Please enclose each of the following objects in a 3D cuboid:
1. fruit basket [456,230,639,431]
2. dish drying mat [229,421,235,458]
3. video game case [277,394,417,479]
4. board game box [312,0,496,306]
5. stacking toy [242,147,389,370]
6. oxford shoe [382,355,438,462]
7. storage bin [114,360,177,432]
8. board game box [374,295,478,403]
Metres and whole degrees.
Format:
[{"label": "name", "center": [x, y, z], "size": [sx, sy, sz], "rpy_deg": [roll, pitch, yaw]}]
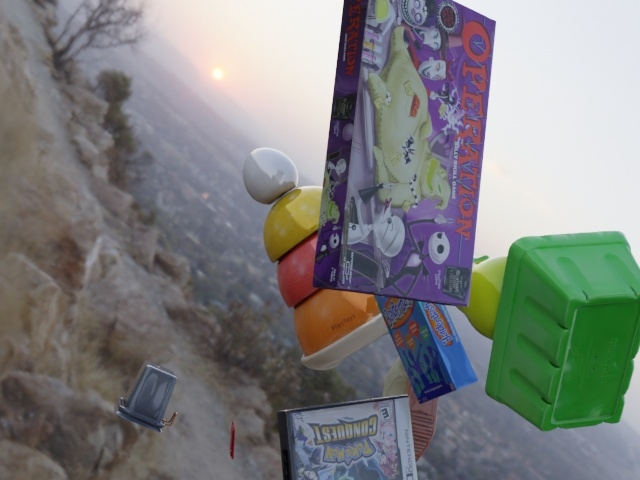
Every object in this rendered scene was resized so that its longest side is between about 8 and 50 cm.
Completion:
[{"label": "fruit basket", "center": [0.428, 0.141, 1.587], "size": [0.283, 0.392, 0.392], "rpy_deg": [-3, 14, -13]}, {"label": "dish drying mat", "center": [-0.201, 0.455, 1.852], "size": [0.008, 0.083, 0.032], "rpy_deg": [-1, 27, -14]}, {"label": "video game case", "center": [0.057, 0.404, 1.406], "size": [0.275, 0.248, 0.035], "rpy_deg": [1, -11, -37]}, {"label": "board game box", "center": [0.101, -0.107, 0.910], "size": [0.208, 0.346, 0.056], "rpy_deg": [10, -7, -42]}, {"label": "stacking toy", "center": [0.000, 0.000, 1.742], "size": [0.480, 0.351, 0.350], "rpy_deg": [57, 2, 1]}, {"label": "oxford shoe", "center": [0.220, 0.433, 2.119], "size": [0.140, 0.397, 0.146], "rpy_deg": [26, -1, -27]}, {"label": "storage bin", "center": [-0.278, 0.256, 1.354], "size": [0.098, 0.091, 0.135], "rpy_deg": [26, -8, -11]}, {"label": "board game box", "center": [0.171, 0.158, 1.366], "size": [0.210, 0.047, 0.160], "rpy_deg": [68, -21, 13]}]
